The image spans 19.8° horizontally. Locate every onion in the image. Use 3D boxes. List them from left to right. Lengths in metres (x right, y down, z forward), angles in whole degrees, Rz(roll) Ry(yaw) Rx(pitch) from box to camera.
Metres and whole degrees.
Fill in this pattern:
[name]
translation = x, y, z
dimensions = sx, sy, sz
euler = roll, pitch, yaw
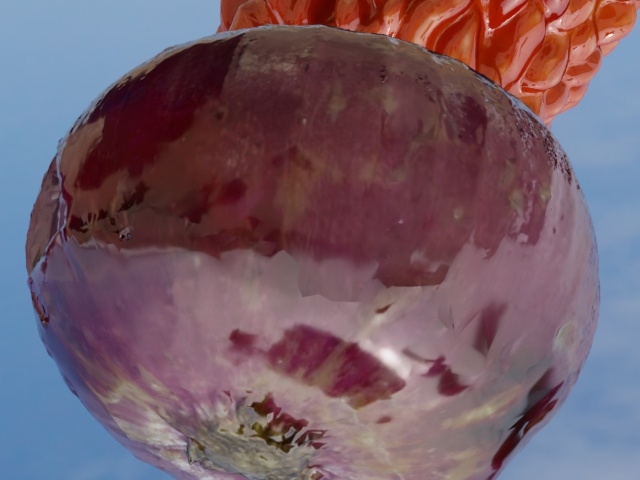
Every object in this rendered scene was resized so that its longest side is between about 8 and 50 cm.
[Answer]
[onion]
translation = -0.002, 0.008, 0.567
dimensions = 0.177, 0.153, 0.177
euler = 18, 170, 3

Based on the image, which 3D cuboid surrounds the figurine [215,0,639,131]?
[figurine]
translation = 0.095, -0.184, 1.225
dimensions = 0.306, 0.241, 0.412
euler = -31, -163, 34
